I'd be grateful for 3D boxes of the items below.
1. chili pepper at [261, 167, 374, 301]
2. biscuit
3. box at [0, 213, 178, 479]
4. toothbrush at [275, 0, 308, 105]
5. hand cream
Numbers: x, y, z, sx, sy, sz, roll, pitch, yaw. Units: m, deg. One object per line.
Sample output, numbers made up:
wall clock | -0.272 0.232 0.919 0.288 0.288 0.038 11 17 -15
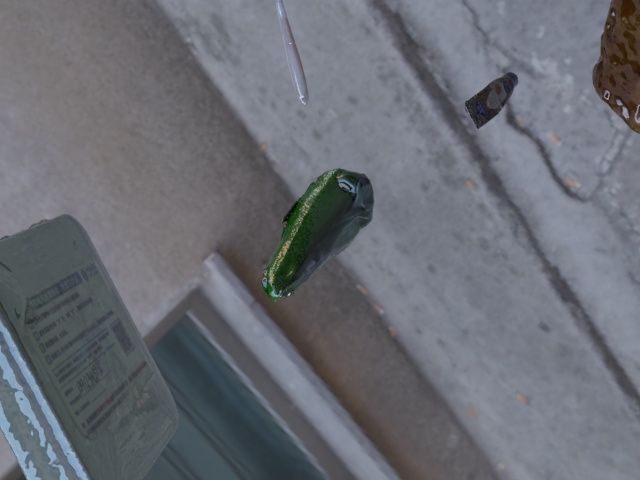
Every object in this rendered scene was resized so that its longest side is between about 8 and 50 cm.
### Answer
chili pepper | -0.002 -0.001 1.361 0.062 0.216 0.108 9 141 49
biscuit | 0.566 -0.388 1.532 0.166 0.343 0.395 40 144 26
box | -0.364 0.168 1.490 0.396 0.111 0.396 64 -171 -6
toothbrush | -0.062 -0.377 1.860 0.029 0.025 0.307 -112 5 -54
hand cream | 0.341 -0.284 2.043 0.039 0.163 0.062 -8 117 45
